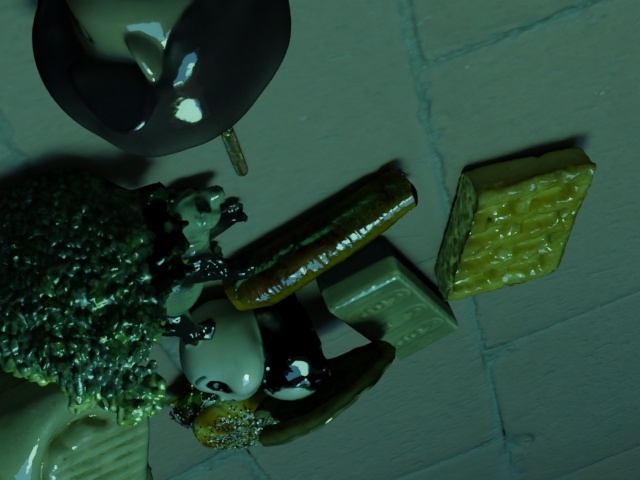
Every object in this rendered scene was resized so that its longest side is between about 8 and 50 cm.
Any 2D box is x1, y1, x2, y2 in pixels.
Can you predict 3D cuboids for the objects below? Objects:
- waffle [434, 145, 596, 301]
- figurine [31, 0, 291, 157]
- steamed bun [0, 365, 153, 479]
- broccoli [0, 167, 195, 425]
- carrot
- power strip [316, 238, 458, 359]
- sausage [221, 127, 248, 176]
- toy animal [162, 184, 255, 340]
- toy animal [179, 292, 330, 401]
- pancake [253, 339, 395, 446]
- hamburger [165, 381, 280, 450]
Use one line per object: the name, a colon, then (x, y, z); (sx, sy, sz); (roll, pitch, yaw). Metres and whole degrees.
waffle: (0.242, -0.020, 1.838); (0.168, 0.057, 0.274); (-16, 151, -13)
figurine: (-0.149, -0.200, 1.065); (0.206, 0.218, 0.365); (-27, 155, 4)
steamed bun: (-0.380, 0.316, 1.761); (0.342, 0.255, 0.368); (-27, 125, -34)
broccoli: (-0.225, 0.057, 1.493); (0.247, 0.263, 0.243); (-46, 174, -11)
carrot: (0.000, 0.000, 1.699); (0.260, 0.070, 0.070); (-33, 150, 15)
power strip: (0.094, 0.083, 1.902); (0.105, 0.070, 0.256); (-28, 153, 14)
sausage: (-0.090, -0.093, 1.523); (0.015, 0.015, 0.100); (-21, 152, -2)
toy animal: (-0.148, 0.022, 1.612); (0.121, 0.094, 0.225); (4, 145, -24)
toy animal: (-0.086, 0.136, 1.793); (0.179, 0.138, 0.166); (-8, 173, -11)
pancake: (0.006, 0.191, 1.846); (0.212, 0.029, 0.235); (-32, -170, -6)
hamburger: (-0.118, 0.228, 1.979); (0.164, 0.093, 0.189); (-37, 147, 27)
